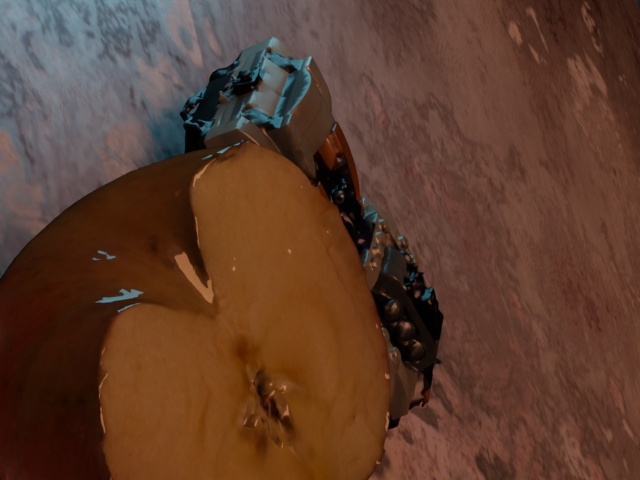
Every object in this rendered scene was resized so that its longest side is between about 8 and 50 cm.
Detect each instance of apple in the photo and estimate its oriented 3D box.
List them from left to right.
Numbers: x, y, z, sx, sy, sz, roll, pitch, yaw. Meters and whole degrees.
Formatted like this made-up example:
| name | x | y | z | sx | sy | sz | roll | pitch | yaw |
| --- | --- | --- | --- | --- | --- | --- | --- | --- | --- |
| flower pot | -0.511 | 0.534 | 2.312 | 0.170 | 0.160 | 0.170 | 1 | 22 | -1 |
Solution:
| name | x | y | z | sx | sy | sz | roll | pitch | yaw |
| --- | --- | --- | --- | --- | --- | --- | --- | --- | --- |
| apple | -0.092 | 0.098 | 1.047 | 0.251 | 0.163 | 0.293 | 61 | 37 | -29 |

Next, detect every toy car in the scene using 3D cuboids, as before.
| name | x | y | z | sx | sy | sz | roll | pitch | yaw |
| --- | --- | --- | --- | --- | --- | --- | --- | --- | --- |
| toy car | 0.002 | 0.000 | 1.388 | 0.301 | 0.118 | 0.193 | 57 | 23 | -21 |
